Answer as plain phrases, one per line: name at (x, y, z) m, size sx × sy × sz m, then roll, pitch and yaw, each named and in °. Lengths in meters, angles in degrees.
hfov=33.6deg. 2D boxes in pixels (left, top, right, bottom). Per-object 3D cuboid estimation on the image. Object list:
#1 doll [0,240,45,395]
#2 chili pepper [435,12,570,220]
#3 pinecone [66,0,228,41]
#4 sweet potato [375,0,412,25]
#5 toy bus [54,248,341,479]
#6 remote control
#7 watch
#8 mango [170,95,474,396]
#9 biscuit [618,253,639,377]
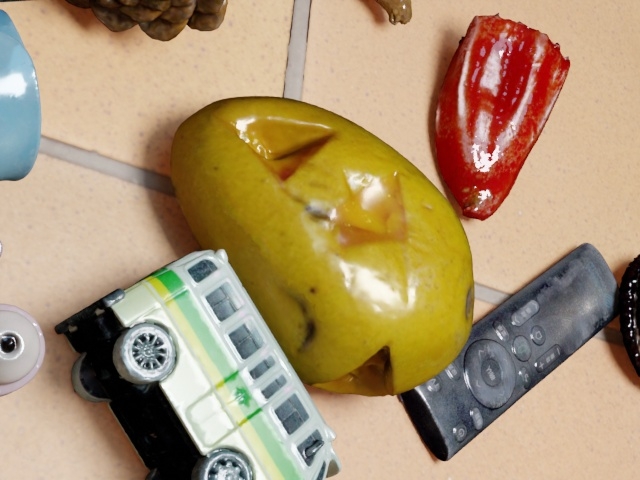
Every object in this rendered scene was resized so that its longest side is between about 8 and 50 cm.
doll at (-0.319, 0.161, 0.846) m, size 0.160 × 0.094 × 0.365 m, roll 18°, pitch 67°, yaw -20°
chili pepper at (0.206, -0.149, 1.308) m, size 0.144 × 0.136 × 0.253 m, roll 46°, pitch 59°, yaw -46°
pinecone at (-0.159, -0.342, 1.055) m, size 0.244 × 0.244 × 0.309 m, roll 41°, pitch 41°, yaw -17°
sweet potato at (0.018, -0.405, 1.249) m, size 0.131 × 0.131 × 0.337 m, roll -34°, pitch 94°, yaw -37°
toy bus at (-0.100, 0.152, 0.975) m, size 0.164 × 0.133 × 0.276 m, roll -35°, pitch 96°, yaw -37°
remote control at (0.242, 0.124, 1.278) m, size 0.377 × 0.044 × 0.107 m, roll -30°, pitch 89°, yaw -38°
watch at (-0.319, -0.140, 0.905) m, size 0.211 × 0.211 × 0.193 m, roll -15°, pitch 105°, yaw -37°
mango at (0.000, 0.000, 1.081) m, size 0.365 × 0.182 × 0.253 m, roll 40°, pitch 58°, yaw -5°
biscuit at (0.455, 0.107, 1.402) m, size 0.194 × 0.053 × 0.195 m, roll 12°, pitch 73°, yaw -47°
